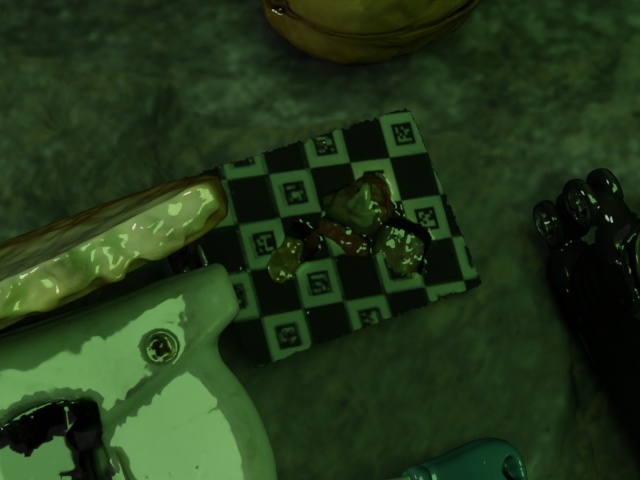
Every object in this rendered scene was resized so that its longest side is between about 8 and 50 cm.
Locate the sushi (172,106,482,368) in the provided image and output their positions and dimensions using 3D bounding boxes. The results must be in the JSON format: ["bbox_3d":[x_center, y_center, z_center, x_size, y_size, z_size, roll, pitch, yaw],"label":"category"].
[{"bbox_3d":[0.000,0.000,1.350,0.201,0.031,0.139,-18,83,-30],"label":"sushi"}]

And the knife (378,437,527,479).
[{"bbox_3d":[0.048,0.172,1.276,0.244,0.032,0.058,-9,84,-44],"label":"knife"}]

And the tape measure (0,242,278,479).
[{"bbox_3d":[-0.151,0.154,1.231,0.258,0.130,0.265,-19,83,-20],"label":"tape measure"}]

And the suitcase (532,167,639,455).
[{"bbox_3d":[0.359,0.110,1.344,0.283,0.194,0.434,-24,86,-19],"label":"suitcase"}]

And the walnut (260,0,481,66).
[{"bbox_3d":[0.046,-0.196,1.358,0.180,0.144,0.144,-23,84,-28],"label":"walnut"}]

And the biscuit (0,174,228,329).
[{"bbox_3d":[-0.200,0.029,1.205,0.309,0.204,0.040,-21,97,-1],"label":"biscuit"}]
